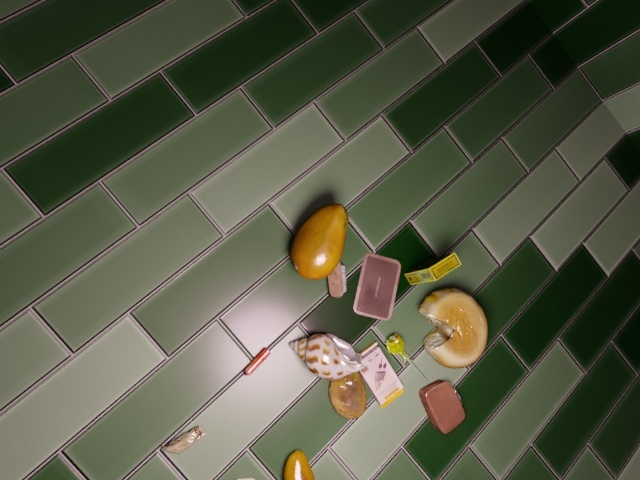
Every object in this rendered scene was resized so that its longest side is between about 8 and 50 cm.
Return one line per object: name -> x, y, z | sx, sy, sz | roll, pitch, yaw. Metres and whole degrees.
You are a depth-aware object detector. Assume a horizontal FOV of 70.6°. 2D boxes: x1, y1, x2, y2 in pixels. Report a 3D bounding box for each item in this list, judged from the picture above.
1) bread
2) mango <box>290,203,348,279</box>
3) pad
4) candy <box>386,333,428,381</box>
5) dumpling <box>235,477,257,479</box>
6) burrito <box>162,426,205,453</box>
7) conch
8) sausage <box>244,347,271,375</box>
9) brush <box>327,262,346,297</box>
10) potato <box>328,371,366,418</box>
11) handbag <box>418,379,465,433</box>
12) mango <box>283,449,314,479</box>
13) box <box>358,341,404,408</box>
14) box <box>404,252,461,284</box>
bread -> 0.549, 0.362, 1.892 | 0.333, 0.160, 0.332 | 2, 84, -16
mango -> 0.000, 0.000, 1.758 | 0.173, 0.211, 0.317 | 30, 84, -45
pad -> 0.242, 0.195, 1.909 | 0.176, 0.002, 0.265 | 16, 78, -13
candy -> 0.364, 0.495, 1.878 | 0.077, 0.073, 0.262 | -40, 102, 1
dumpling -> -0.259, 0.937, 1.611 | 0.216, 0.126, 0.166 | -6, 57, -8
burrito -> -0.482, 0.716, 1.607 | 0.149, 0.041, 0.055 | -29, 77, -14
conch -> 0.015, 0.442, 1.736 | 0.275, 0.183, 0.148 | 37, 102, 8
sausage -> -0.244, 0.464, 1.714 | 0.129, 0.034, 0.034 | -44, 96, -16
brush -> 0.062, 0.072, 1.847 | 0.065, 0.070, 0.327 | 7, 73, -51
potato -> 0.120, 0.602, 1.778 | 0.164, 0.081, 0.200 | -13, 88, -18
handbag -> 0.511, 0.685, 1.882 | 0.151, 0.072, 0.193 | -23, 88, -18
mango -> -0.084, 0.873, 1.677 | 0.111, 0.089, 0.163 | -20, 78, -29
box -> 0.240, 0.550, 1.842 | 0.129, 0.033, 0.247 | -33, 92, -18
box -> 0.459, 0.120, 1.868 | 0.141, 0.220, 0.064 | -29, 91, -19
